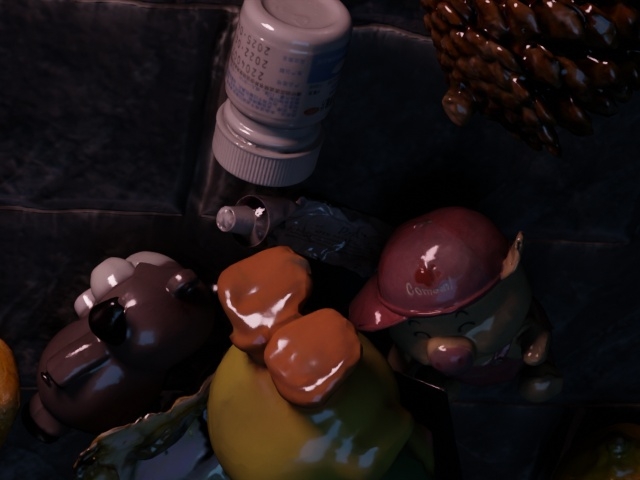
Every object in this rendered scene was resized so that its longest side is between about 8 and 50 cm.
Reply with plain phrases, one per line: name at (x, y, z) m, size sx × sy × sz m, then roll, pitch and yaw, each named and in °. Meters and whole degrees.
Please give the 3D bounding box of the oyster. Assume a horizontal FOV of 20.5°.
oyster at (-0.146, 0.208, 1.832) m, size 0.354 × 0.107 × 0.201 m, roll -31°, pitch 134°, yaw -31°

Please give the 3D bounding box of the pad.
pad at (0.076, 0.198, 1.909) m, size 0.170 × 0.006 × 0.245 m, roll 20°, pitch 149°, yaw 24°

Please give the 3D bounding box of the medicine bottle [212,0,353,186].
medicine bottle at (-0.036, -0.143, 1.617) m, size 0.105 × 0.105 × 0.168 m, roll 3°, pitch 129°, yaw -17°

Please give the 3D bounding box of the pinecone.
pinecone at (0.206, -0.206, 1.555) m, size 0.272 × 0.224 × 0.224 m, roll -45°, pitch 129°, yaw -1°

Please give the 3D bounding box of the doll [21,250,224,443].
doll at (-0.199, 0.107, 1.782) m, size 0.182 × 0.117 × 0.257 m, roll -14°, pitch 147°, yaw -50°

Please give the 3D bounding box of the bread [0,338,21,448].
bread at (-0.374, 0.195, 1.823) m, size 0.083 × 0.114 × 0.211 m, roll 13°, pitch 128°, yaw -27°

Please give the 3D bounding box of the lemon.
lemon at (0.355, 0.313, 2.059) m, size 0.188 × 0.188 × 0.256 m, roll -16°, pitch 138°, yaw -1°

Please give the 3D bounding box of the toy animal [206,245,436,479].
toy animal at (-0.008, 0.184, 1.743) m, size 0.191 × 0.216 × 0.338 m, roll -36°, pitch 139°, yaw -8°

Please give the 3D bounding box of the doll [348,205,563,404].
doll at (0.140, 0.075, 1.801) m, size 0.196 × 0.152 × 0.256 m, roll -31°, pitch 139°, yaw 3°

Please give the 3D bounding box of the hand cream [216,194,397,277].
hand cream at (-0.001, -0.003, 1.785) m, size 0.257 × 0.050 × 0.084 m, roll 11°, pitch 130°, yaw -38°
